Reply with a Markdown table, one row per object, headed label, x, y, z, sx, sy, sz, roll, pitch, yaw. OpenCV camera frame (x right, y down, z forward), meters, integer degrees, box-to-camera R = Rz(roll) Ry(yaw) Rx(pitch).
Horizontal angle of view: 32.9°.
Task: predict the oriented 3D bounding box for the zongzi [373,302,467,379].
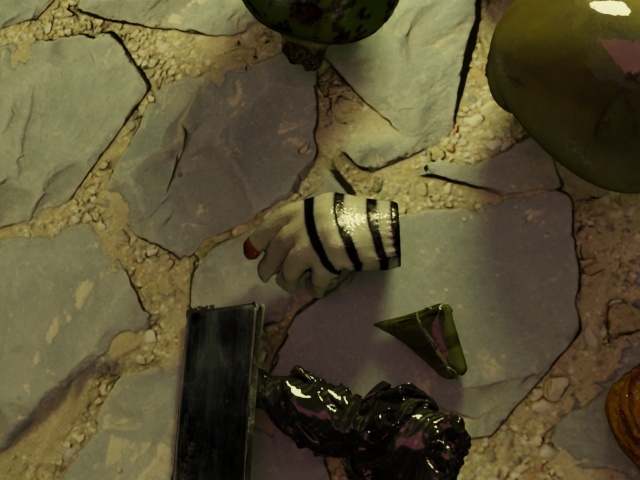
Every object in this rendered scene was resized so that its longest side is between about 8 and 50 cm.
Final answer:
| label | x | y | z | sx | sy | sz | roll | pitch | yaw |
| --- | --- | --- | --- | --- | --- | --- | --- | --- | --- |
| zongzi | 0.135 | 0.147 | 1.470 | 0.113 | 0.052 | 0.104 | -18 | 78 | 21 |

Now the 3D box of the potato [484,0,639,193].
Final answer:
| label | x | y | z | sx | sy | sz | roll | pitch | yaw |
| --- | --- | --- | --- | --- | --- | --- | --- | --- | --- |
| potato | 0.372 | -0.212 | 1.409 | 0.326 | 0.221 | 0.243 | 46 | 132 | 20 |

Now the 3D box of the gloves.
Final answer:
| label | x | y | z | sx | sy | sz | roll | pitch | yaw |
| --- | --- | --- | --- | --- | --- | --- | --- | --- | --- |
| gloves | -0.001 | -0.001 | 1.496 | 0.218 | 0.131 | 0.140 | -3 | 73 | 3 |

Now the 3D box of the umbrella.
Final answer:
| label | x | y | z | sx | sy | sz | roll | pitch | yaw |
| --- | --- | --- | --- | --- | --- | --- | --- | --- | --- |
| umbrella | 0.032 | 0.226 | 1.425 | 0.336 | 0.128 | 0.154 | 28 | 106 | 22 |

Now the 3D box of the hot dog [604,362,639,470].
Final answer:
| label | x | y | z | sx | sy | sz | roll | pitch | yaw |
| --- | --- | --- | --- | --- | --- | --- | --- | --- | --- |
| hot dog | 0.475 | 0.248 | 1.328 | 0.175 | 0.114 | 0.259 | -39 | 71 | 1 |

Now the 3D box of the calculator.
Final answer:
| label | x | y | z | sx | sy | sz | roll | pitch | yaw |
| --- | --- | --- | --- | --- | --- | --- | --- | --- | --- |
| calculator | -0.142 | 0.216 | 1.485 | 0.161 | 0.021 | 0.262 | -9 | 72 | 45 |

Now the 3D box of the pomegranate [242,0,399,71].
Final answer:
| label | x | y | z | sx | sy | sz | roll | pitch | yaw |
| --- | --- | --- | --- | --- | --- | --- | --- | --- | --- |
| pomegranate | -0.002 | -0.375 | 1.540 | 0.254 | 0.254 | 0.271 | 12 | 101 | 15 |
